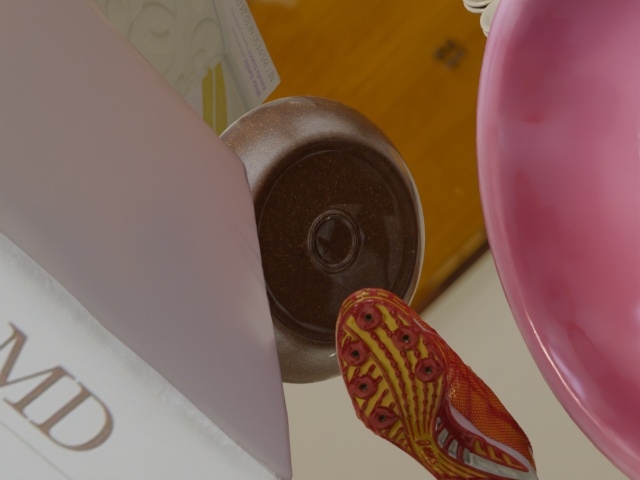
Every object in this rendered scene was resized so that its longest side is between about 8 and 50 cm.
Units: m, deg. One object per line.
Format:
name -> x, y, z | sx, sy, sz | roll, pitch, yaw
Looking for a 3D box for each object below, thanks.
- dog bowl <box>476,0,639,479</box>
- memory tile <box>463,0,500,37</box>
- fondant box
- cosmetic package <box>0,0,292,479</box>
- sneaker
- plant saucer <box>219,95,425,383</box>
dog bowl -> 0.238, -0.031, 0.899 | 0.150, 0.408, 0.408 | -13, -127, -32
memory tile -> 0.150, -0.175, 1.158 | 0.012, 0.113, 0.148 | 54, -170, -41
fondant box -> -0.177, -0.153, 1.456 | 0.330, 0.096, 0.238 | -53, -55, -49
cosmetic package -> -0.274, 0.040, 0.819 | 0.329, 0.393, 0.327 | 45, -165, -24
sneaker -> 0.060, 0.087, 0.979 | 0.175, 0.064, 0.067 | 52, -165, -31
plant saucer -> 0.000, 0.000, 1.191 | 0.198, 0.198, 0.036 | 36, 161, -29
